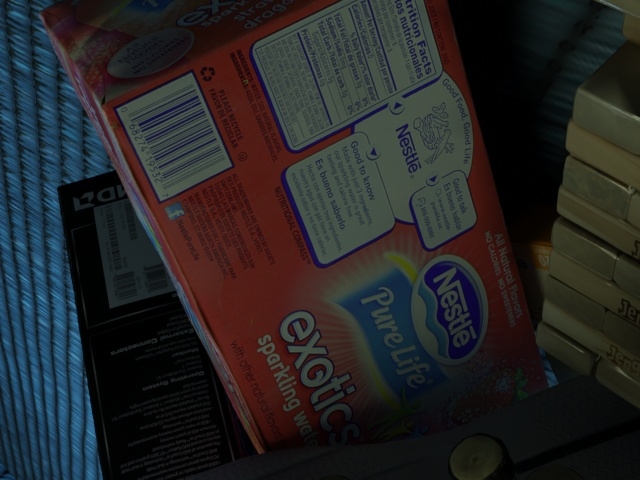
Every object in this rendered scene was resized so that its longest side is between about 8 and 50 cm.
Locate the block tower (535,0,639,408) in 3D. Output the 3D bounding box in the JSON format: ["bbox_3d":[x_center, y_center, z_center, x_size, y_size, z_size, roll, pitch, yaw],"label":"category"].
[{"bbox_3d":[0.144,-0.069,0.352,0.091,0.097,0.335,32,151,28],"label":"block tower"}]

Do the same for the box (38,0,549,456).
[{"bbox_3d":[0.000,0.000,0.551,0.142,0.154,0.300,49,164,54],"label":"box"}]

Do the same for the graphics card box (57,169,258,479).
[{"bbox_3d":[-0.094,0.149,0.774,0.232,0.094,0.371,77,173,-49],"label":"graphics card box"}]

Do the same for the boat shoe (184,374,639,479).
[{"bbox_3d":[0.046,0.158,0.486,0.121,0.335,0.119,-116,15,-60],"label":"boat shoe"}]

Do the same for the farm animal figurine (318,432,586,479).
[{"bbox_3d":[0.178,0.133,0.321,0.330,0.327,0.172,26,150,42],"label":"farm animal figurine"}]

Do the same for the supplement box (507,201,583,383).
[{"bbox_3d":[0.137,0.031,0.550,0.062,0.036,0.098,8,133,53],"label":"supplement box"}]
